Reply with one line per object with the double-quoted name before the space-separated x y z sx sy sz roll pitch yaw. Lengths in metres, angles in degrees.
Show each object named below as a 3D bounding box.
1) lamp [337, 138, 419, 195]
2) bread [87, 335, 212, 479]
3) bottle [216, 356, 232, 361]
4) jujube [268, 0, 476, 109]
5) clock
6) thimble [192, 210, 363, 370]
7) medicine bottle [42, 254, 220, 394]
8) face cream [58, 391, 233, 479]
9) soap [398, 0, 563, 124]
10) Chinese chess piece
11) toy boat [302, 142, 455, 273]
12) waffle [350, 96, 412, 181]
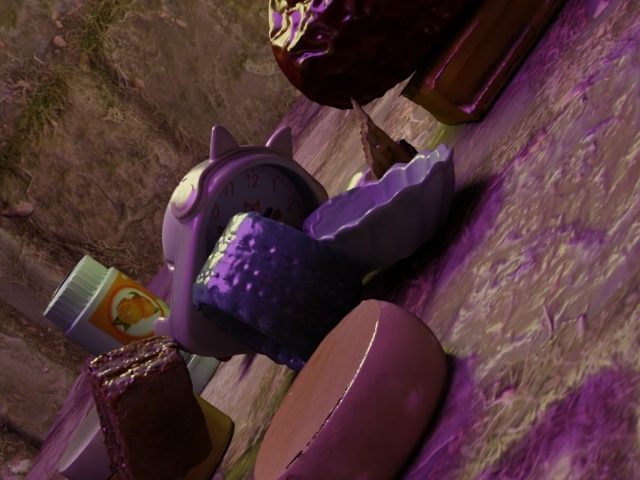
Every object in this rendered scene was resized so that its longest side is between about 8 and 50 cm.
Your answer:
"lamp" 0.064 -0.041 2.000 0.250 0.101 0.101 -54 10 22
"bread" -0.232 0.237 1.842 0.138 0.196 0.102 -27 35 -32
"bottle" -0.129 0.112 2.342 0.104 0.104 0.245 -44 14 43
"jujube" 0.089 -0.377 2.033 0.377 0.276 0.276 -37 16 20
"clock" -0.106 -0.003 1.922 0.109 0.265 0.324 8 98 50
"thimble" -0.048 0.075 1.779 0.198 0.235 0.143 7 66 57
"medicine bottle" -0.349 0.170 2.527 0.158 0.318 0.158 -52 11 14
"face cream" -0.267 0.315 2.083 0.218 0.179 0.218 -51 11 14
"soap" 0.263 -0.323 2.029 0.324 0.096 0.204 -55 10 -2
"Chinese chess piece" 0.032 0.183 1.432 0.251 0.097 0.251 -52 10 13
"toy boat" 0.080 -0.028 1.789 0.199 0.100 0.290 -40 12 -36
"waffle" 0.072 -0.092 1.885 0.125 0.191 0.032 -56 32 -12
